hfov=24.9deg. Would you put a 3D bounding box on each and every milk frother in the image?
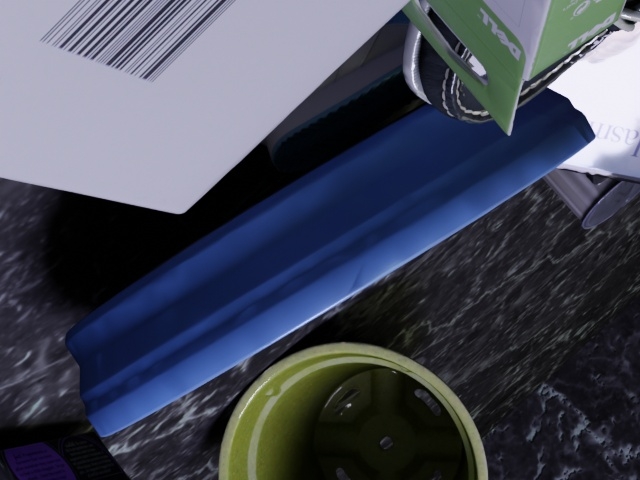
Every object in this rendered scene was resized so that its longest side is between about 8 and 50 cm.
[{"bbox_3d":[0.192,-0.067,1.280,0.143,0.134,0.129,-45,160,16],"label":"milk frother"}]

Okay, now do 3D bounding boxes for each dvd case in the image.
[{"bbox_3d":[0.266,-0.154,1.129,0.180,0.022,0.253,9,126,-9],"label":"dvd case"}]

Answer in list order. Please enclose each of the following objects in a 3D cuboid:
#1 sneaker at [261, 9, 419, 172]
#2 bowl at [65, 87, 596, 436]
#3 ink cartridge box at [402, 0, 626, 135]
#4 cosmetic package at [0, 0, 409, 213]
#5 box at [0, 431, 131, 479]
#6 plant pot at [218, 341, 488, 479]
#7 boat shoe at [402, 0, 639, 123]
[{"bbox_3d":[0.045,-0.136,0.902,0.229,0.092,0.087,-30,161,-18],"label":"sneaker"},{"bbox_3d":[0.000,0.000,0.991,0.391,0.077,0.391,-31,179,0],"label":"bowl"},{"bbox_3d":[0.090,-0.148,0.665,0.062,0.109,0.209,-34,161,-14],"label":"ink cartridge box"},{"bbox_3d":[-0.107,-0.140,0.403,0.138,0.224,0.224,-42,161,14],"label":"cosmetic package"},{"bbox_3d":[-0.269,0.303,1.194,0.270,0.143,0.165,-45,164,15],"label":"box"},{"bbox_3d":[0.056,0.236,1.581,0.276,0.276,0.254,-43,173,10],"label":"plant pot"},{"bbox_3d":[0.157,-0.166,0.743,0.114,0.091,0.302,11,126,-40],"label":"boat shoe"}]
